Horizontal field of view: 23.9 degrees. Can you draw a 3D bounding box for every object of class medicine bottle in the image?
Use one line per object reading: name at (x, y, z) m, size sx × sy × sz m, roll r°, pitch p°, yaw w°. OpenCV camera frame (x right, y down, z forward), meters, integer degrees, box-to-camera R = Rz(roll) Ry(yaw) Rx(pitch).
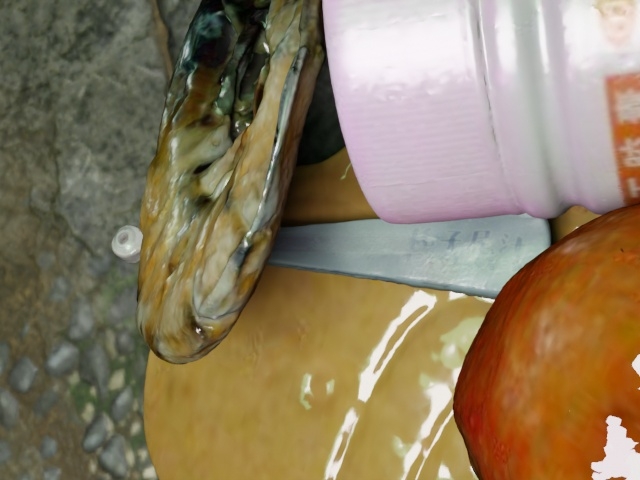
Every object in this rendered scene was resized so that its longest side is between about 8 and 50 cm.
medicine bottle at (0.176, -0.115, 0.771) m, size 0.315 × 0.202 × 0.202 m, roll -5°, pitch 85°, yaw 17°

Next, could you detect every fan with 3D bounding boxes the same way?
fan at (0.000, 0.000, 0.892) m, size 0.282 × 0.023 × 0.057 m, roll 3°, pitch 85°, yaw 24°

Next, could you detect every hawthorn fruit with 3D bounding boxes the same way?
hawthorn fruit at (0.160, 0.083, 0.728) m, size 0.261 × 0.224 × 0.224 m, roll 2°, pitch 87°, yaw 62°

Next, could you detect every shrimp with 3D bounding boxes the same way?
shrimp at (-0.031, -0.105, 0.842) m, size 0.071 × 0.233 × 0.365 m, roll 20°, pitch 64°, yaw -15°

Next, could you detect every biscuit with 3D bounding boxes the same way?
biscuit at (0.055, 0.094, 0.902) m, size 0.351 × 0.057 × 0.312 m, roll 15°, pitch 94°, yaw 23°
